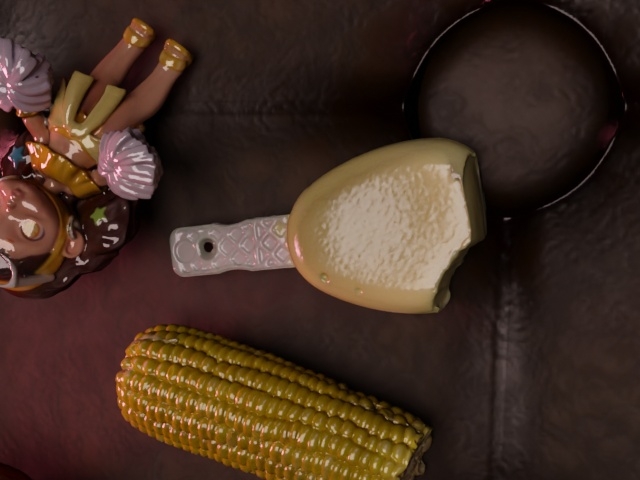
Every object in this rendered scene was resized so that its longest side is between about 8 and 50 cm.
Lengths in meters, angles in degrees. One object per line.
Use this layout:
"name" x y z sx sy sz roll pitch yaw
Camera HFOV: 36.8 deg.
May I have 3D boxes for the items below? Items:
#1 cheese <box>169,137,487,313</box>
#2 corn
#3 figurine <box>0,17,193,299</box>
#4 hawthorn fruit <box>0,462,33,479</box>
"cheese" 0.000 0.000 0.730 0.255 0.050 0.127 -8 92 22
"corn" -0.040 0.133 0.729 0.244 0.093 0.093 16 98 17
"figurine" -0.194 -0.064 0.761 0.175 0.116 0.240 33 98 13
"hawthorn fruit" -0.285 0.274 0.773 0.253 0.205 0.205 -34 82 16
